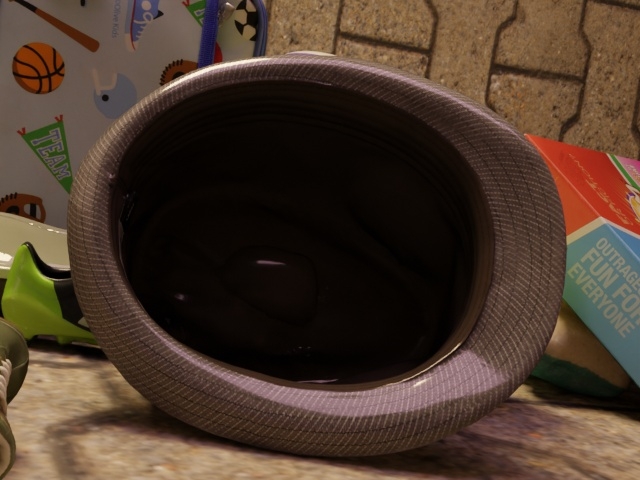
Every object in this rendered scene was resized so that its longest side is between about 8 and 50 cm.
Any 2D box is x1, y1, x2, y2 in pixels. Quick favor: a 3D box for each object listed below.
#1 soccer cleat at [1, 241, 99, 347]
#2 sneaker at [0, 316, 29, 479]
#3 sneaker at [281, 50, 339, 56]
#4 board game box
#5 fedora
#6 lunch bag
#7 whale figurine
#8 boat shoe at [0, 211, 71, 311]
[{"bbox_3d":[-0.120,0.041,0.750,0.179,0.072,0.060,8,4,-10],"label":"soccer cleat"},{"bbox_3d":[-0.148,0.071,0.421,0.086,0.064,0.192,18,7,16],"label":"sneaker"},{"bbox_3d":[0.000,-0.093,1.148,0.323,0.130,0.236,43,27,24],"label":"sneaker"},{"bbox_3d":[0.286,0.030,0.934,0.242,0.064,0.316,52,25,22],"label":"board game box"},{"bbox_3d":[-0.008,0.017,0.661,0.275,0.244,0.124,6,-25,-3],"label":"fedora"},{"bbox_3d":[-0.161,-0.094,0.913,0.243,0.303,0.115,8,1,-20],"label":"lunch bag"},{"bbox_3d":[0.152,0.054,0.952,0.216,0.141,0.272,25,20,-27],"label":"whale figurine"},{"bbox_3d":[-0.200,0.029,0.808,0.227,0.069,0.081,8,30,-12],"label":"boat shoe"}]
